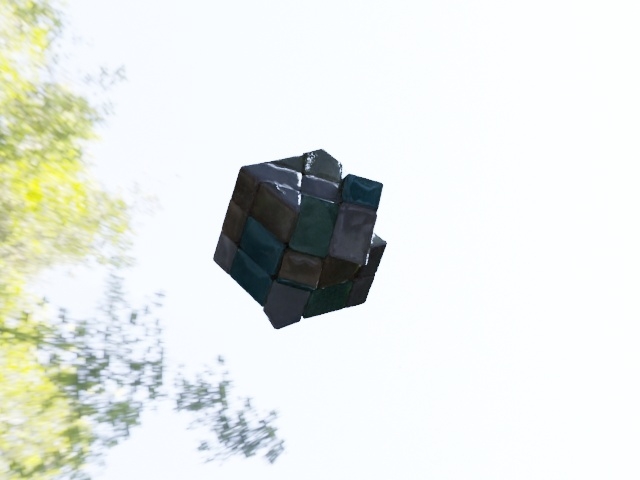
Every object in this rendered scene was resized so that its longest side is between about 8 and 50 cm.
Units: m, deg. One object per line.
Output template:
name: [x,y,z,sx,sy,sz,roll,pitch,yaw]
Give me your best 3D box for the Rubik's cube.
Rubik's cube: [-0.001,-0.001,0.713,0.084,0.075,0.073,-26,-130,-28]
